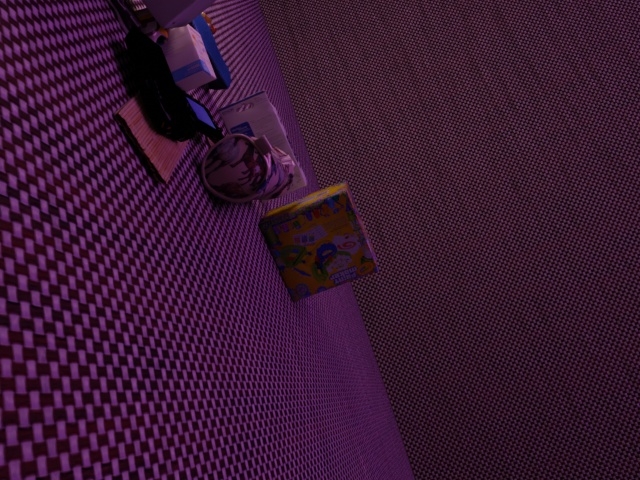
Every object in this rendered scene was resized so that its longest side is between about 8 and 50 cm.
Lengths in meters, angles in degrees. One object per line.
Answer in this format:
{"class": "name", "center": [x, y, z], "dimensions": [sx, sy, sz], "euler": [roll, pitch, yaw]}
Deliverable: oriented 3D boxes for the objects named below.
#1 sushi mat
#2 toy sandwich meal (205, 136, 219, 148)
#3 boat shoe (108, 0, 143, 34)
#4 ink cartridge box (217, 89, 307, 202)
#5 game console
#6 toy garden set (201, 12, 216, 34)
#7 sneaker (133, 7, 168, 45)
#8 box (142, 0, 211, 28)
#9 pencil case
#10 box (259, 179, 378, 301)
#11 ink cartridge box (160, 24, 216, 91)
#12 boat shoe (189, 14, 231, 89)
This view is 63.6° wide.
{"class": "sushi mat", "center": [-0.329, -0.236, 1.057], "dimensions": [0.317, 0.019, 0.152], "euler": [-95, 162, -61]}
{"class": "toy sandwich meal", "center": [-0.283, -0.272, 1.393], "dimensions": [0.085, 0.029, 0.086], "euler": [-21, 90, -81]}
{"class": "boat shoe", "center": [-0.414, -0.492, 1.068], "dimensions": [0.046, 0.038, 0.125], "euler": [-94, 161, -63]}
{"class": "ink cartridge box", "center": [-0.179, -0.299, 1.650], "dimensions": [0.065, 0.165, 0.333], "euler": [-92, 160, -65]}
{"class": "game console", "center": [-0.311, -0.314, 1.155], "dimensions": [0.361, 0.043, 0.213], "euler": [4, 64, -80]}
{"class": "toy garden set", "center": [-0.420, -0.762, 1.593], "dimensions": [0.203, 0.049, 0.245], "euler": [17, 51, -69]}
{"class": "sneaker", "center": [-0.385, -0.499, 1.204], "dimensions": [0.186, 0.069, 0.084], "euler": [-80, 157, -62]}
{"class": "box", "center": [-0.341, -0.662, 1.084], "dimensions": [0.345, 0.214, 0.168], "euler": [53, 17, -18]}
{"class": "pencil case", "center": [-0.172, -0.188, 1.389], "dimensions": [0.410, 0.183, 0.160], "euler": [-44, 112, -81]}
{"class": "box", "center": [0.000, 0.000, 1.647], "dimensions": [0.177, 0.289, 0.279], "euler": [-82, 151, -74]}
{"class": "ink cartridge box", "center": [-0.339, -0.466, 1.296], "dimensions": [0.092, 0.089, 0.143], "euler": [-24, 94, -81]}
{"class": "boat shoe", "center": [-0.343, -0.531, 1.462], "dimensions": [0.109, 0.088, 0.258], "euler": [-82, 158, -46]}
